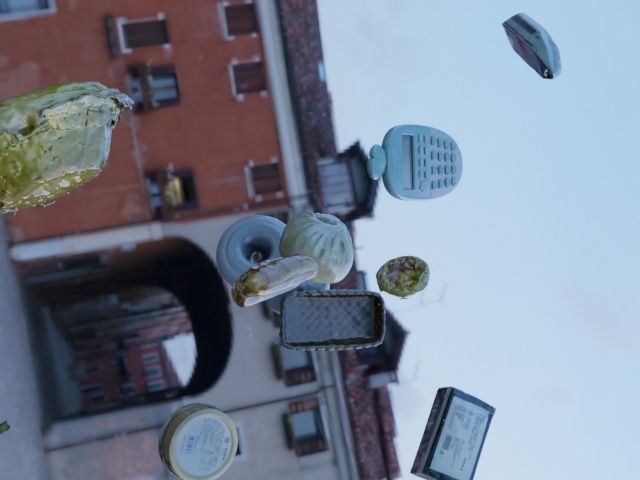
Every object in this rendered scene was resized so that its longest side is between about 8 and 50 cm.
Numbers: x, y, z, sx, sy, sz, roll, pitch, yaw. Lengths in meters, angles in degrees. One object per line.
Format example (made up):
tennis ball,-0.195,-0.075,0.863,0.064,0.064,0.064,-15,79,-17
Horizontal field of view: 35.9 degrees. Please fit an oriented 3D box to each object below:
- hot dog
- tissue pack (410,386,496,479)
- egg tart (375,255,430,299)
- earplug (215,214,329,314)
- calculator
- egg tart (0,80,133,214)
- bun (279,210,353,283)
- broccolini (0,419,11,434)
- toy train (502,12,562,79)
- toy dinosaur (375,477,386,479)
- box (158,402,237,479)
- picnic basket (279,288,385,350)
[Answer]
hot dog,-0.091,0.069,1.946,0.104,0.250,0.076,-32,-95,32
tissue pack,0.242,0.362,1.798,0.090,0.103,0.170,130,-17,-74
egg tart,0.189,0.089,2.260,0.130,0.130,0.052,-116,-173,-47
earplug,-0.118,0.077,2.561,0.325,0.214,0.175,39,-19,-15
calculator,0.227,-0.185,2.364,0.042,0.295,0.184,-1,-90,55
egg tart,-0.387,-0.116,1.347,0.116,0.295,0.295,66,-15,4
bun,0.000,0.000,2.314,0.193,0.178,0.128,-71,-177,-55
broccolini,-0.496,0.278,1.241,0.042,0.218,0.044,56,-13,20
toy train,0.326,-0.286,1.462,0.055,0.048,0.252,58,9,-23
toy dinosaur,0.138,0.593,2.273,0.197,0.045,0.080,0,71,-63
box,-0.163,0.271,1.318,0.037,0.105,0.105,9,-70,57
picnic basket,0.018,0.142,1.771,0.055,0.193,0.110,175,-84,-77
